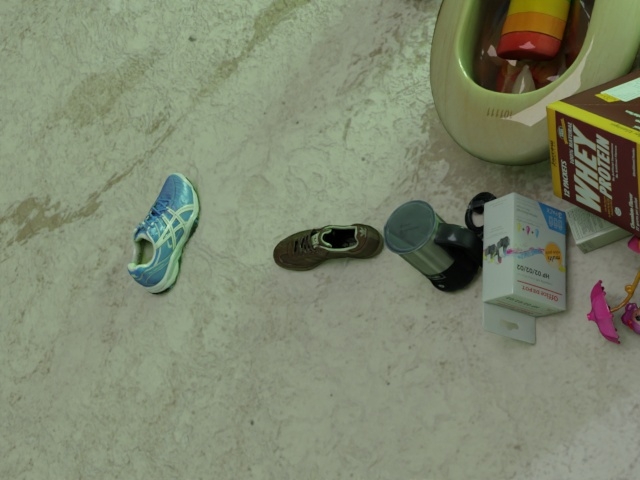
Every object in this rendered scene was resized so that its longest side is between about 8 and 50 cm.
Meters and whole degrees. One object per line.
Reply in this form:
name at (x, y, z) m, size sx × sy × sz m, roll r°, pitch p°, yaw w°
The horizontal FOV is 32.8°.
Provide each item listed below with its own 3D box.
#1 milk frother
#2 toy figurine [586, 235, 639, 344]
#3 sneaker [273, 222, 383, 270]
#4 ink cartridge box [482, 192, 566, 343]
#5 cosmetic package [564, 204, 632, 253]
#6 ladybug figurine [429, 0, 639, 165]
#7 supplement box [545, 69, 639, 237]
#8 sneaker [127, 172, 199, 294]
milk frother at (0.178, -0.022, 1.535) m, size 0.129 × 0.135 × 0.143 m, roll -15°, pitch 56°, yaw 30°
toy figurine at (0.423, 0.069, 1.393) m, size 0.173 × 0.130 × 0.159 m, roll 35°, pitch 111°, yaw 5°
sneaker at (0.000, 0.000, 1.672) m, size 0.188 × 0.071 × 0.066 m, roll -10°, pitch 66°, yaw 26°
ink cartridge box at (0.276, 0.039, 1.468) m, size 0.061 × 0.104 × 0.181 m, roll -22°, pitch 58°, yaw 52°
cosmetic package at (0.397, -0.033, 1.473) m, size 0.115 × 0.041 × 0.060 m, roll -22°, pitch 61°, yaw 21°
ladybug figurine at (0.323, -0.304, 1.549) m, size 0.305 × 0.162 × 0.449 m, roll 13°, pitch 79°, yaw 34°
supplement box at (0.419, -0.116, 1.355) m, size 0.194 × 0.129 × 0.191 m, roll -22°, pitch 29°, yaw -19°
sneaker at (-0.265, -0.019, 1.828) m, size 0.080 × 0.081 × 0.211 m, roll 0°, pitch 70°, yaw 32°
